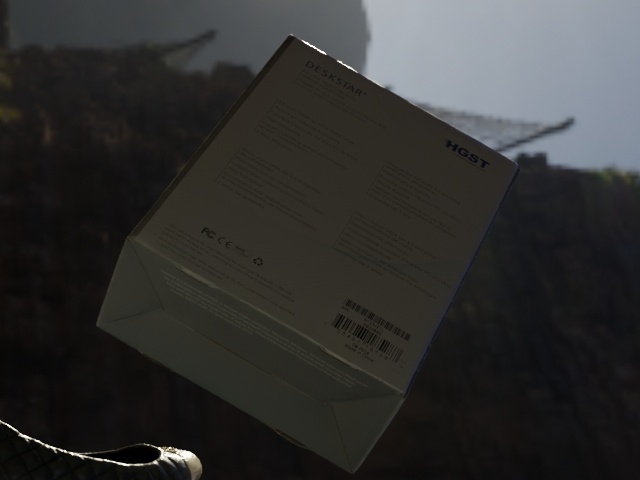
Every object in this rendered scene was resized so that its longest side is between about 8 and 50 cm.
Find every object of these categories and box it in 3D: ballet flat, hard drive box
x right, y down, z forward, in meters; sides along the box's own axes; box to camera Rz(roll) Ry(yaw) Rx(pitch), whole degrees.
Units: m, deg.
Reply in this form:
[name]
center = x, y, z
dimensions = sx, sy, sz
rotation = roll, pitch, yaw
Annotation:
[ballet flat]
center = -0.137, 0.127, 0.845
dimensions = 0.057, 0.173, 0.049
rotation = -5, -101, 45
[hard drive box]
center = 0.000, 0.000, 0.899
dimensions = 0.232, 0.181, 0.089
rotation = -56, 176, -45
